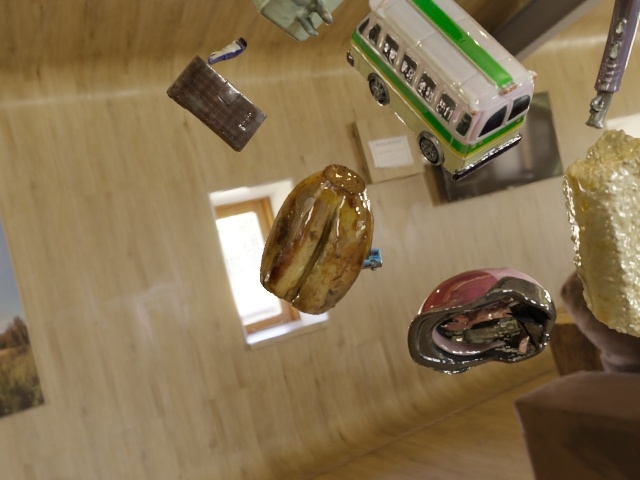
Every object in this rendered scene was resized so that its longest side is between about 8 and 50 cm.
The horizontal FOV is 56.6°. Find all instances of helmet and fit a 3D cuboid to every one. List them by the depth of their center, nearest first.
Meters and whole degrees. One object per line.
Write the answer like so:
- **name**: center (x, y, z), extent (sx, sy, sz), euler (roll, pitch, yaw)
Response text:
- **helmet**: center (0.283, 0.126, 1.054), extent (0.253, 0.198, 0.154), euler (3, 42, 6)

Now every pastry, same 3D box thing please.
- **pastry**: center (0.368, -0.004, 0.732), extent (0.089, 0.258, 0.121), euler (-23, 21, -19)

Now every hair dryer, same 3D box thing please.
- **hair dryer**: center (0.541, -0.373, 1.082), extent (0.121, 0.361, 0.301), euler (19, 33, 33)

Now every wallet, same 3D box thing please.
- **wallet**: center (-0.251, -0.332, 1.459), extent (0.124, 0.230, 0.042), euler (-52, 25, -2)

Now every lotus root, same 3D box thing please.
- **lotus root**: center (0.001, 0.004, 1.099), extent (0.193, 0.291, 0.193), euler (20, 22, -9)

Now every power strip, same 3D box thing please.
- **power strip**: center (-0.052, -0.496, 1.176), extent (0.139, 0.224, 0.140), euler (-40, -34, 21)

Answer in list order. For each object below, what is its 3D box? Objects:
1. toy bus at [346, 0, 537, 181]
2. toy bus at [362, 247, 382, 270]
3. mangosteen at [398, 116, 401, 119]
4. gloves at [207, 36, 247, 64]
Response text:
- **toy bus**: center (0.179, -0.268, 0.926), extent (0.143, 0.305, 0.179), euler (-30, -23, -14)
- **toy bus**: center (0.091, 0.042, 1.292), extent (0.083, 0.046, 0.038), euler (-5, -19, 5)
- **mangosteen**: center (0.251, -0.370, 1.385), extent (0.194, 0.230, 0.194), euler (-27, 15, 8)
- **gloves**: center (-0.177, -0.356, 1.127), extent (0.086, 0.026, 0.064), euler (-22, 24, 21)
